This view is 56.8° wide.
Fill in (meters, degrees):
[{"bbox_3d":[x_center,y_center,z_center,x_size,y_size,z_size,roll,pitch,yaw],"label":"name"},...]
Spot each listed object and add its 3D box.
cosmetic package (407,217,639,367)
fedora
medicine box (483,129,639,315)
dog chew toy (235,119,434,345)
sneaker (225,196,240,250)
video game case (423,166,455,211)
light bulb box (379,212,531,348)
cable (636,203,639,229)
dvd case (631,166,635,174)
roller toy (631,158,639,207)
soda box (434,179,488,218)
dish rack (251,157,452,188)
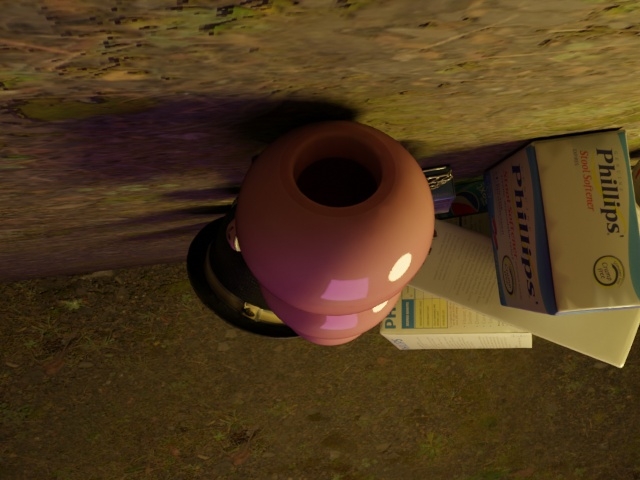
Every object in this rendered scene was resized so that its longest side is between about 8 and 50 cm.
[{"bbox_3d":[0.430,0.103,1.277,0.453,0.161,0.230,20,-178,24],"label":"cosmetic package"},{"bbox_3d":[-0.094,0.028,1.176,0.334,0.334,0.152,-6,143,-23],"label":"fedora"},{"bbox_3d":[0.397,-0.019,0.999,0.149,0.263,0.289,-7,176,1],"label":"medicine box"},{"bbox_3d":[0.014,0.020,0.687,0.207,0.206,0.332,-7,148,-5],"label":"dog chew toy"},{"bbox_3d":[0.000,0.000,0.980,0.319,0.112,0.131,5,-152,0],"label":"sneaker"},{"bbox_3d":[0.114,-0.076,1.139,0.270,0.061,0.244,-8,177,9],"label":"video game case"},{"bbox_3d":[0.358,0.097,1.568,0.361,0.358,0.225,-4,158,19],"label":"light bulb box"},{"bbox_3d":[0.559,-0.037,1.183,0.089,0.257,0.257,-37,-179,5],"label":"cable"},{"bbox_3d":[0.717,-0.150,1.473,0.179,0.029,0.239,-7,176,-9],"label":"dvd case"},{"bbox_3d":[0.695,-0.087,1.109,0.146,0.191,0.209,-8,176,-9],"label":"roller toy"},{"bbox_3d":[0.326,-0.090,1.317,0.210,0.067,0.071,-10,176,30],"label":"soda box"},{"bbox_3d":[0.044,-0.083,0.849,0.272,0.074,0.208,-9,178,-5],"label":"dish rack"}]
